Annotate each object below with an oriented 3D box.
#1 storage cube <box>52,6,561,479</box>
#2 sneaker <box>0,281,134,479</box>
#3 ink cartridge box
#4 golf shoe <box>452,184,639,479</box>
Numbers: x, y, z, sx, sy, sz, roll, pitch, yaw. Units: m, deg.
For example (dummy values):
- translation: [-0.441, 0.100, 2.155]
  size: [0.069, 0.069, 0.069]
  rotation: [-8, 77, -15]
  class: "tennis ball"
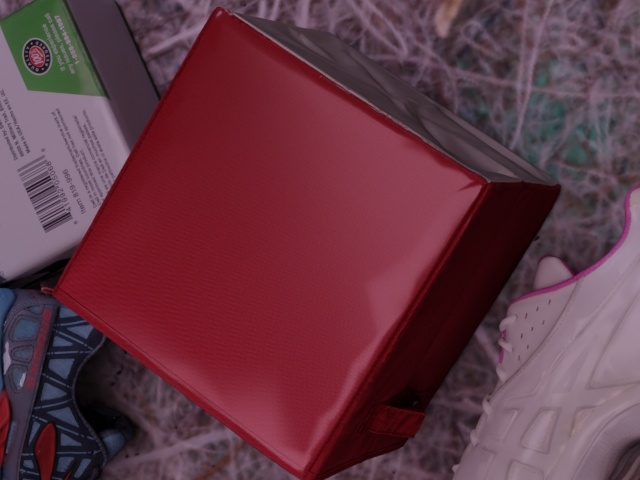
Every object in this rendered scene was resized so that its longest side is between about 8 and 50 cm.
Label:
- translation: [0.000, 0.000, 1.045]
  size: [0.215, 0.183, 0.193]
  rotation: [34, 102, 16]
  class: "storage cube"
- translation: [-0.178, 0.152, 1.158]
  size: [0.125, 0.104, 0.262]
  rotation: [-7, 118, -20]
  class: "sneaker"
- translation: [-0.206, -0.048, 1.170]
  size: [0.208, 0.087, 0.153]
  rotation: [-26, 84, 19]
  class: "ink cartridge box"
- translation: [0.142, 0.096, 1.047]
  size: [0.306, 0.115, 0.140]
  rotation: [-43, 67, 10]
  class: "golf shoe"
